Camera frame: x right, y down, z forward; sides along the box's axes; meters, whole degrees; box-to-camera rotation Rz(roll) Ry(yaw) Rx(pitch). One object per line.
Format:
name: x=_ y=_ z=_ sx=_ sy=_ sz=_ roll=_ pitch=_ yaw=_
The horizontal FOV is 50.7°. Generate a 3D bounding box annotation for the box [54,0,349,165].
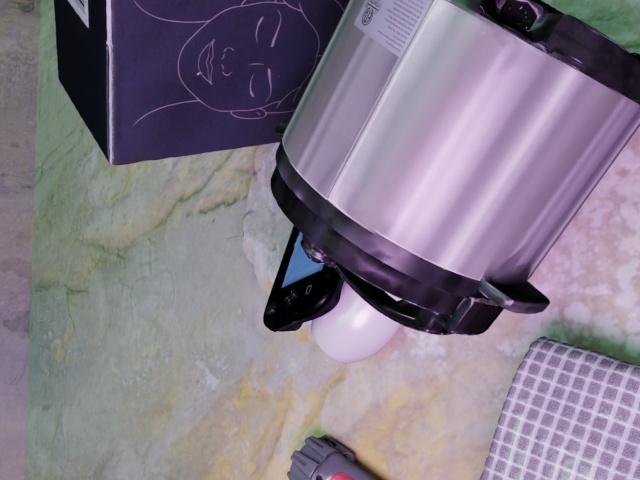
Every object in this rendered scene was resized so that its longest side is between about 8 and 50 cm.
box: x=-0.122 y=-0.407 z=0.992 sx=0.297 sy=0.471 sz=0.480 roll=49 pitch=139 yaw=40

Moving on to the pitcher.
pitcher: x=0.070 y=0.075 z=1.062 sx=0.207 sy=0.125 sz=0.178 roll=-47 pitch=54 yaw=18

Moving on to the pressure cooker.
pressure cooker: x=0.138 y=-0.111 z=0.837 sx=0.420 sy=0.375 sz=0.370 roll=-61 pitch=6 yaw=22

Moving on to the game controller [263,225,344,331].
game controller: x=0.000 y=0.000 z=1.088 sx=0.166 sy=0.067 sz=0.319 roll=-37 pitch=28 yaw=47

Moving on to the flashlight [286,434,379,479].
flashlight: x=0.069 y=0.407 z=1.016 sx=0.304 sy=0.103 sz=0.103 roll=21 pitch=93 yaw=44

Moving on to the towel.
towel: x=0.304 y=0.268 z=0.747 sx=0.235 sy=0.121 sz=0.284 roll=13 pitch=72 yaw=44
